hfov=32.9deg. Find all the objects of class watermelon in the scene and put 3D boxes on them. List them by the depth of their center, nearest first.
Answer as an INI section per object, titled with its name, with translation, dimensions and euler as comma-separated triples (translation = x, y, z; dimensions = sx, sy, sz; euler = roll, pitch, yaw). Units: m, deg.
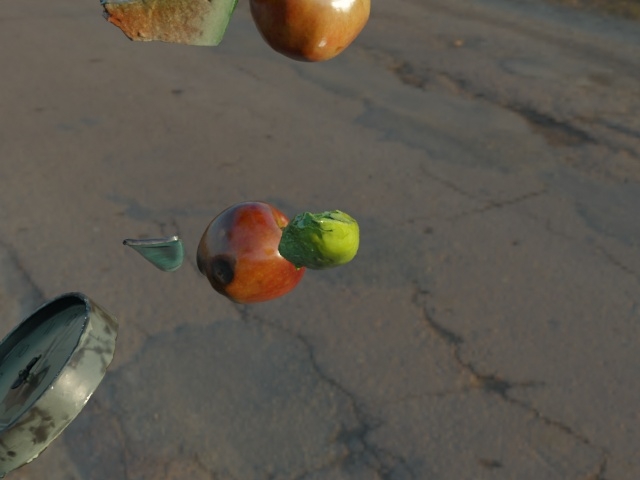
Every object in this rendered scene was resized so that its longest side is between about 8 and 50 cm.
[watermelon]
translation = -0.257, -0.487, 2.106
dimensions = 0.301, 0.151, 0.264
euler = -12, 42, 6

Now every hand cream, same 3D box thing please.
[hand cream]
translation = -0.244, 0.014, 1.649
dimensions = 0.083, 0.048, 0.224
euler = -3, -8, -2

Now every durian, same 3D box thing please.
[durian]
translation = 0.000, 0.000, 1.972
dimensions = 0.139, 0.101, 0.250
euler = -4, -8, -22

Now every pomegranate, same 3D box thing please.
[pomegranate]
translation = -0.017, -0.492, 2.163
dimensions = 0.229, 0.270, 0.252
euler = -30, 77, -26

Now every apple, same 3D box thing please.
[apple]
translation = -0.148, 0.035, 2.311
dimensions = 0.229, 0.230, 0.230
euler = 0, 23, 0

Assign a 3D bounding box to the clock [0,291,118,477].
[clock]
translation = -0.456, 0.221, 1.708
dimensions = 0.325, 0.067, 0.325
euler = -33, 29, 21
